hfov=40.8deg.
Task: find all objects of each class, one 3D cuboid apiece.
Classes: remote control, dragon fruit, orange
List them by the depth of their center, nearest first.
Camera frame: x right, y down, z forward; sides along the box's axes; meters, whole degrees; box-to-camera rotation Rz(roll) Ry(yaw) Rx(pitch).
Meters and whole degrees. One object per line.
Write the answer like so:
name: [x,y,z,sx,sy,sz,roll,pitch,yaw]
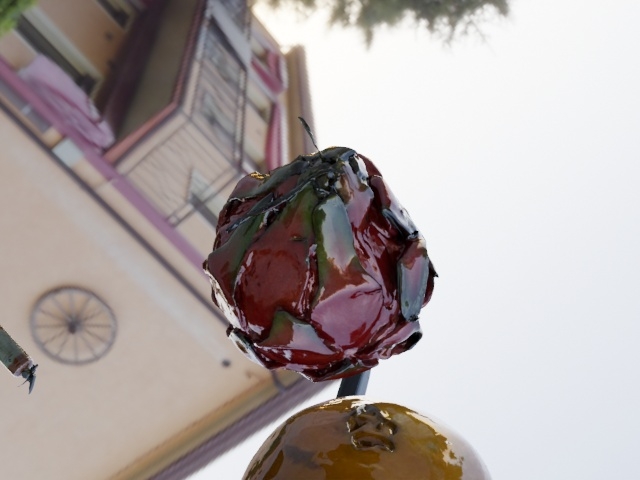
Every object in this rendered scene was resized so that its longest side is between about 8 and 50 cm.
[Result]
dragon fruit: [0.000,0.000,0.803,0.233,0.293,0.234,1,-138,-1]
orange: [0.052,0.328,0.988,0.312,0.312,0.312,-33,-154,19]
remote control: [0.050,0.318,1.614,0.042,0.072,0.222,4,-120,24]

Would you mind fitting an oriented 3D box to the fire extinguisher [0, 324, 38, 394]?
fire extinguisher: [-0.600,0.215,1.648,0.062,0.177,0.050,-49,165,9]
